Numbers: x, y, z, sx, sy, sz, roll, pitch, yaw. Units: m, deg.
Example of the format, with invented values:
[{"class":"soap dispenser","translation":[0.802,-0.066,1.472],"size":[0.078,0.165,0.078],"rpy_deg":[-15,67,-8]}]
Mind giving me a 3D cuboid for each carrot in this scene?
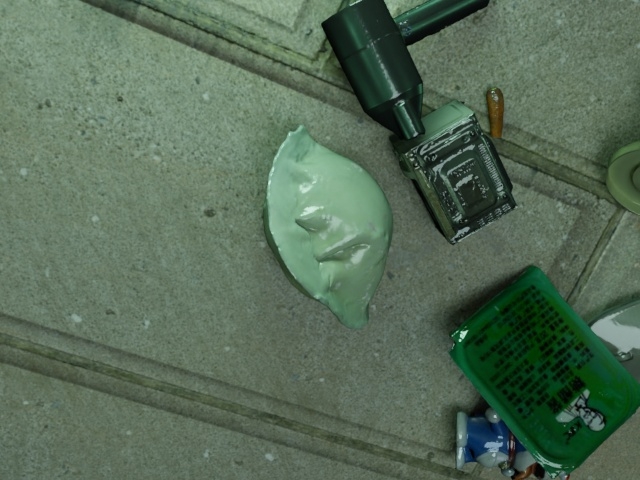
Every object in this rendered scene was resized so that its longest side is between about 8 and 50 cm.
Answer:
[{"class":"carrot","translation":[0.318,-0.233,1.736],"size":[0.032,0.032,0.093],"rpy_deg":[-11,115,-7]}]

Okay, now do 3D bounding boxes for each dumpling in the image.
[{"class":"dumpling","translation":[0.001,-0.003,1.678],"size":[0.320,0.212,0.270],"rpy_deg":[37,63,-8]}]

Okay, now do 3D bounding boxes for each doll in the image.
[{"class":"doll","translation":[0.393,0.408,1.928],"size":[0.256,0.161,0.215],"rpy_deg":[-4,140,2]}]

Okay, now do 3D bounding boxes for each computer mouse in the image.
[{"class":"computer mouse","translation":[0.684,0.200,1.942],"size":[0.330,0.095,0.197],"rpy_deg":[-18,109,-4]}]

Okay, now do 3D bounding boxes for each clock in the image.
[{"class":"clock","translation":[0.643,-0.104,1.757],"size":[0.235,0.235,0.029],"rpy_deg":[32,62,-20]}]

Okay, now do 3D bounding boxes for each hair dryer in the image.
[{"class":"hair dryer","translation":[0.184,-0.322,1.614],"size":[0.302,0.116,0.244],"rpy_deg":[-29,97,-12]}]

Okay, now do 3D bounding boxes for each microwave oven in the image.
[{"class":"microwave oven","translation":[0.241,-0.121,1.709],"size":[0.163,0.129,0.205],"rpy_deg":[-30,114,3]}]

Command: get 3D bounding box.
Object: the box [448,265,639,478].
[{"class":"box","translation":[0.416,0.258,1.836],"size":[0.264,0.106,0.337],"rpy_deg":[-36,82,-18]}]
